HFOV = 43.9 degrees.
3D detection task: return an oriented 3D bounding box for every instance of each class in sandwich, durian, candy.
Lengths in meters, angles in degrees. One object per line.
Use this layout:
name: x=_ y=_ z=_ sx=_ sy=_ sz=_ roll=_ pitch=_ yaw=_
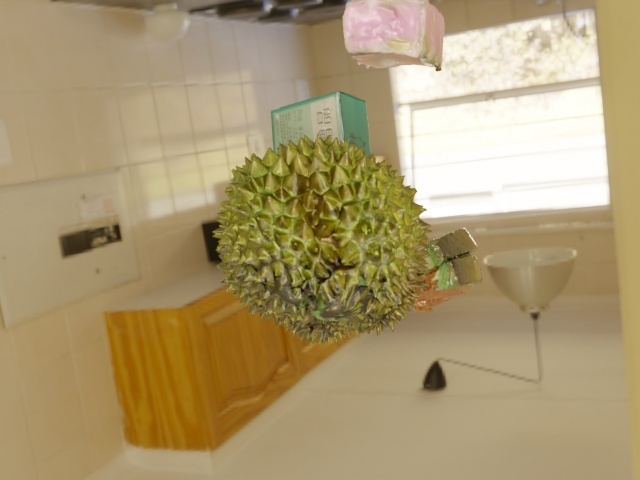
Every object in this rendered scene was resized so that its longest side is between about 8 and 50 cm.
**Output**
sandwich: x=0.203 y=0.057 z=1.413 sx=0.160 sy=0.109 sz=0.185 roll=-32 pitch=166 yaw=25
durian: x=0.000 y=-0.004 z=0.944 sx=0.291 sy=0.224 sz=0.291 roll=16 pitch=159 yaw=6
candy: x=0.146 y=-0.387 z=1.510 sx=0.156 sy=0.115 sz=0.265 roll=6 pitch=-171 yaw=16

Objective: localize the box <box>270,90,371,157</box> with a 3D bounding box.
box: x=0.004 y=-0.117 z=1.368 sx=0.153 sy=0.244 sz=0.092 roll=-9 pitch=172 yaw=34
